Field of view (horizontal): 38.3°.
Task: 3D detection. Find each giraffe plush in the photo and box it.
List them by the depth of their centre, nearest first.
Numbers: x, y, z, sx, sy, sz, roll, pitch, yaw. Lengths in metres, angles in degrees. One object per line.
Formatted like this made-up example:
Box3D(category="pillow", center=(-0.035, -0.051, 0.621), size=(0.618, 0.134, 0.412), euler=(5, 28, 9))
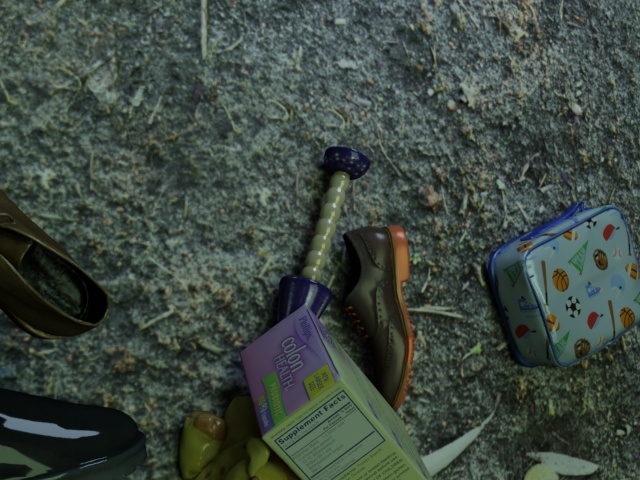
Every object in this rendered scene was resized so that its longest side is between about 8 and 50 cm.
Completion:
Box3D(category="giraffe plush", center=(-0.093, 0.299, 1.146), size=(0.210, 0.170, 0.181), euler=(-35, 104, -34))

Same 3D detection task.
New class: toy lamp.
Box3D(category="toy lamp", center=(0.000, 0.000, 1.316), size=(0.080, 0.080, 0.275), euler=(29, 65, -29))

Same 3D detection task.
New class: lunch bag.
Box3D(category="lunch bag", center=(0.434, 0.070, 1.598), size=(0.303, 0.115, 0.243), euler=(-24, 95, -35))

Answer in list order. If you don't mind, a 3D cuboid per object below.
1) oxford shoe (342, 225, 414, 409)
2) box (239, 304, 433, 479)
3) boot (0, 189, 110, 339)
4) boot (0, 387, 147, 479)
Box3D(category="oxford shoe", center=(0.077, 0.114, 1.359), size=(0.098, 0.097, 0.272), euler=(0, 79, -16))
Box3D(category="box", center=(0.024, 0.241, 1.189), size=(0.117, 0.213, 0.243), euler=(-36, 114, 3))
Box3D(category="boot", center=(-0.320, -0.016, 0.860), size=(0.305, 0.115, 0.112), euler=(43, 64, -26))
Box3D(category="boot", center=(-0.374, 0.061, 0.975), size=(0.367, 0.146, 0.445), euler=(-8, 90, -41))
